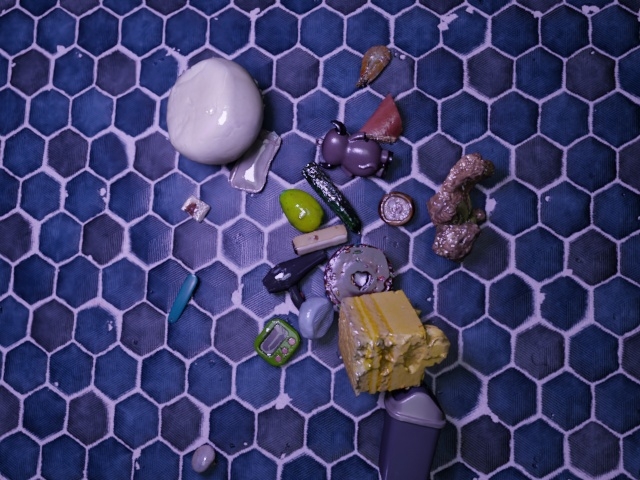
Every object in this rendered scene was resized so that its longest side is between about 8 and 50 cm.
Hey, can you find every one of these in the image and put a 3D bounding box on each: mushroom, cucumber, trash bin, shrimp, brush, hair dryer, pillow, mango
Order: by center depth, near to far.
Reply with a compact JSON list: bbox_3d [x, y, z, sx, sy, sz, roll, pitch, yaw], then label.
[{"bbox_3d":[0.271,0.575,1.296,0.182,0.209,0.291,11,92,4],"label":"trash bin"},{"bbox_3d":[-0.378,0.722,1.402,0.085,0.085,0.079,-34,125,1],"label":"mushroom"},{"bbox_3d":[0.254,-0.105,1.424,0.123,0.052,0.123,-1,85,12],"label":"mushroom"},{"bbox_3d":[-0.068,-0.104,1.425,0.178,0.100,0.119,42,92,14],"label":"mango"},{"bbox_3d":[-0.041,0.177,1.428,0.235,0.091,0.272,-29,96,-9],"label":"hair dryer"},{"bbox_3d":[0.047,-0.138,1.436,0.067,0.067,0.294,-39,85,0],"label":"cucumber"},{"bbox_3d":[-0.472,0.198,1.467,0.043,0.032,0.193,29,100,1],"label":"brush"},{"bbox_3d":[0.176,-0.600,1.478,0.091,0.043,0.184,28,82,13],"label":"shrimp"},{"bbox_3d":[-0.227,-0.280,1.480,0.130,0.038,0.233,19,87,3],"label":"pillow"}]

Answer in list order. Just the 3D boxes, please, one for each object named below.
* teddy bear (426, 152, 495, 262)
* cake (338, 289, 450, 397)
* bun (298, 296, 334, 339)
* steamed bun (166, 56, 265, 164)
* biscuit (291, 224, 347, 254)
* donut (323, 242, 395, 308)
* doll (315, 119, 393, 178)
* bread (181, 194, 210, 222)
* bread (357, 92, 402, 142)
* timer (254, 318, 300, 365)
[{"bbox_3d":[0.450,-0.095,1.325,0.296,0.246,0.223,-47,63,28],"label":"teddy bear"},{"bbox_3d":[0.213,0.297,1.272,0.285,0.227,0.223,-7,122,-10],"label":"cake"},{"bbox_3d":[-0.021,0.242,1.348,0.083,0.140,0.141,11,86,38],"label":"bun"},{"bbox_3d":[-0.330,-0.399,1.396,0.333,0.233,0.312,-3,85,36],"label":"steamed bun"},{"bbox_3d":[0.000,0.000,1.412,0.187,0.052,0.056,-17,49,-10],"label":"biscuit"},{"bbox_3d":[0.127,0.125,1.397,0.234,0.089,0.235,0,85,4],"label":"donut"},{"bbox_3d":[0.108,-0.291,1.407,0.257,0.117,0.182,22,129,6],"label":"doll"},{"bbox_3d":[-0.433,-0.113,1.483,0.083,0.035,0.070,38,88,9],"label":"bread"},{"bbox_3d":[0.220,-0.393,1.441,0.119,0.067,0.192,36,89,6],"label":"bread"},{"bbox_3d":[-0.143,0.338,1.421,0.128,0.047,0.140,39,89,4],"label":"timer"}]
